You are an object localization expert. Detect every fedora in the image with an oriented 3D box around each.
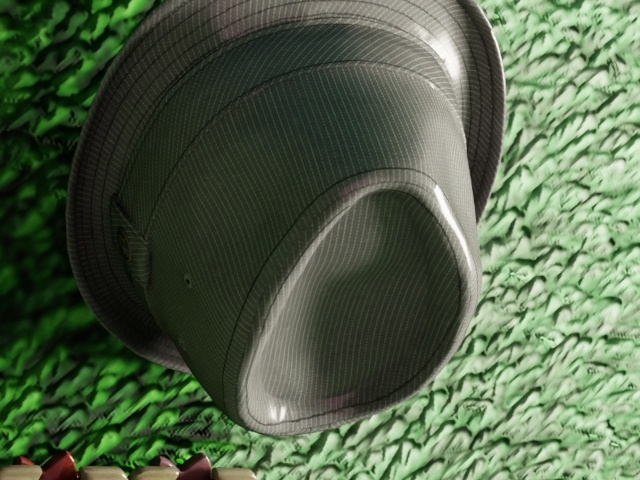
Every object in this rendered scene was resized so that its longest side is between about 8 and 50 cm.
[{"bbox_3d":[0.000,0.000,0.816,0.243,0.124,0.275,-2,132,-24],"label":"fedora"}]

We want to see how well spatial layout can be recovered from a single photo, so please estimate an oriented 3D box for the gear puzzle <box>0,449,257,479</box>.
[{"bbox_3d":[-0.208,0.191,0.884,0.339,0.044,0.175,5,109,-27],"label":"gear puzzle"}]
